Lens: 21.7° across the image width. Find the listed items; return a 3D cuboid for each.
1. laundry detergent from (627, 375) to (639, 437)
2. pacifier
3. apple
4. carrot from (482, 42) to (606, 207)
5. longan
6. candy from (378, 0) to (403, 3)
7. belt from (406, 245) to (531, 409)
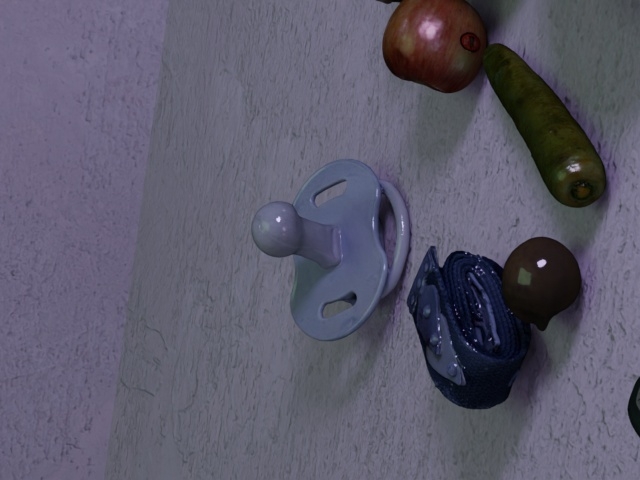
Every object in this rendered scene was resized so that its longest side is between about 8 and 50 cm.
[{"bbox_3d":[0.387,0.110,1.693,0.144,0.078,0.221,-121,42,-61],"label":"laundry detergent"},{"bbox_3d":[0.000,0.000,2.471,0.238,0.226,0.287,-24,61,43],"label":"pacifier"},{"bbox_3d":[0.156,-0.273,2.271,0.146,0.146,0.131,16,85,67],"label":"apple"},{"bbox_3d":[0.268,-0.158,2.070,0.358,0.074,0.074,-111,35,-53],"label":"carrot"},{"bbox_3d":[0.261,0.052,1.987,0.113,0.092,0.113,-173,90,-65],"label":"longan"},{"bbox_3d":[0.179,-0.435,2.270,0.321,0.135,0.179,165,108,-66],"label":"candy"},{"bbox_3d":[0.187,0.123,2.110,0.218,0.122,0.128,-103,27,-52],"label":"belt"}]
